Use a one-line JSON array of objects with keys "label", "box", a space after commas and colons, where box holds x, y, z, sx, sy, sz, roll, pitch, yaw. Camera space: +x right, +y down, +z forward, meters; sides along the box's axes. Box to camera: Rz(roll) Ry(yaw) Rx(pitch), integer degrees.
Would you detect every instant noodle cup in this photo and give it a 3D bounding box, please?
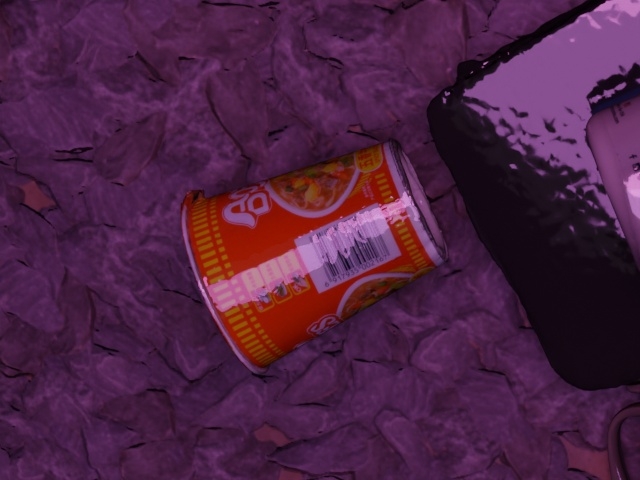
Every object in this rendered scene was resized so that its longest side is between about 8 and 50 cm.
[{"label": "instant noodle cup", "box": [0.000, 0.000, 1.508, 0.212, 0.193, 0.193, -24, 99, 10]}]

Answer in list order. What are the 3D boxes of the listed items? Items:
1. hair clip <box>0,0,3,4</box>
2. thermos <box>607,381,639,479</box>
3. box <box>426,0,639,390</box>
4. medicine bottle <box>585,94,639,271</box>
[{"label": "hair clip", "box": [-0.342, -0.345, 1.536, 0.146, 0.075, 0.257, -20, 107, 20]}, {"label": "thermos", "box": [0.342, 0.225, 1.529, 0.137, 0.105, 0.193, -4, 105, 40]}, {"label": "box", "box": [0.315, -0.067, 1.452, 0.359, 0.091, 0.350, -28, 99, 19]}, {"label": "medicine bottle", "box": [0.378, -0.083, 1.308, 0.289, 0.157, 0.157, -22, 100, 11]}]
